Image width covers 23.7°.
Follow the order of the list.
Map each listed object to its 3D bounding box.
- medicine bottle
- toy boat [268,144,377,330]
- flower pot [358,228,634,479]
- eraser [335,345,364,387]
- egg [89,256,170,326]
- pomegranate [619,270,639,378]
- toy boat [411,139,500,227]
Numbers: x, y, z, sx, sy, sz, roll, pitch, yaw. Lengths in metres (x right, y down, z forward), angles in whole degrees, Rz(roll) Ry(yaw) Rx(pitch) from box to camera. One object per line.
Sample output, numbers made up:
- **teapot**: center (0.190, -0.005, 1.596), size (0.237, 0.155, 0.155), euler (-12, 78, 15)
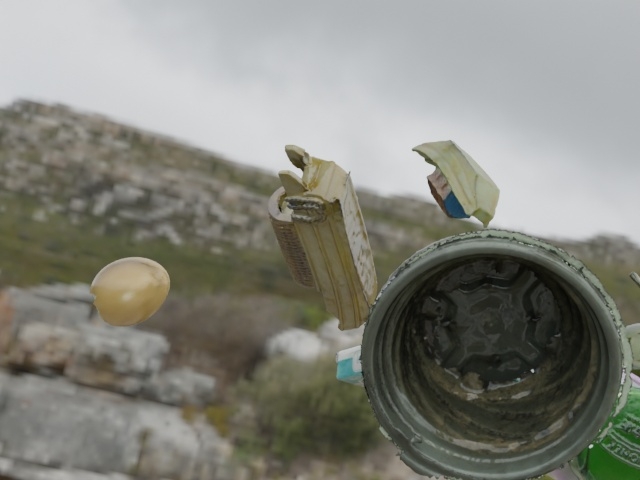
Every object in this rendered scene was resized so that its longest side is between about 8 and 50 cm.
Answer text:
- **medicine bottle**: center (0.267, 0.186, 1.561), size (0.133, 0.133, 0.274), euler (14, 1, -11)
- **toy boat**: center (0.000, 0.000, 2.032), size (0.115, 0.089, 0.310), euler (0, -41, 16)
- **flower pot**: center (0.153, 0.090, 1.354), size (0.235, 0.235, 0.140), euler (13, 15, 5)
- **eraser**: center (0.128, 0.174, 2.240), size (0.095, 0.052, 0.225), euler (20, -26, -35)
- **egg**: center (-0.223, 0.058, 1.805), size (0.096, 0.080, 0.080), euler (-35, -24, 18)
- **pomegranate**: center (0.403, 0.130, 1.801), size (0.152, 0.191, 0.131), euler (-3, 6, 12)
- **toy boat**: center (0.156, -0.071, 1.787), size (0.065, 0.066, 0.172), euler (33, 16, -35)
